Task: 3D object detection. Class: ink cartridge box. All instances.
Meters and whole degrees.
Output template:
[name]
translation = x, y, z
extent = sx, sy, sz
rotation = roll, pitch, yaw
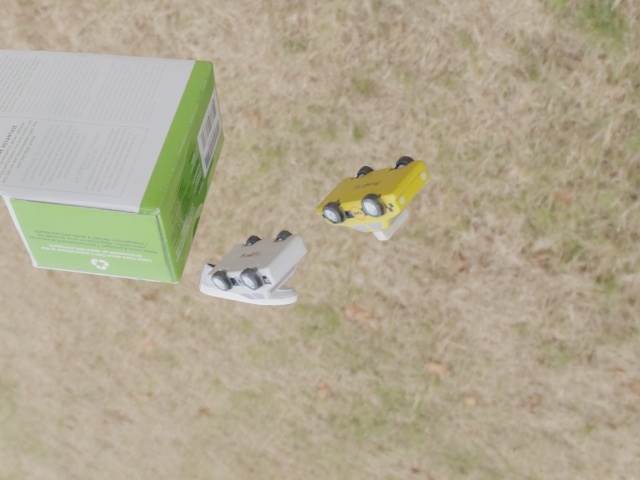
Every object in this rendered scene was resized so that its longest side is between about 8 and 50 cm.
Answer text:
[ink cartridge box]
translation = -0.232, -0.075, 0.727
extent = 0.255, 0.188, 0.097
rotation = 6, 141, 7

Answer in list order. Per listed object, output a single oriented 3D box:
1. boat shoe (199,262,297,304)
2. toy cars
[boat shoe]
translation = -0.132, 0.077, 1.540
extent = 0.184, 0.063, 0.066
rotation = 10, -166, 0
[toy cars]
translation = 0.000, 0.000, 1.219
extent = 0.394, 0.176, 0.087
rotation = -31, 109, 18
